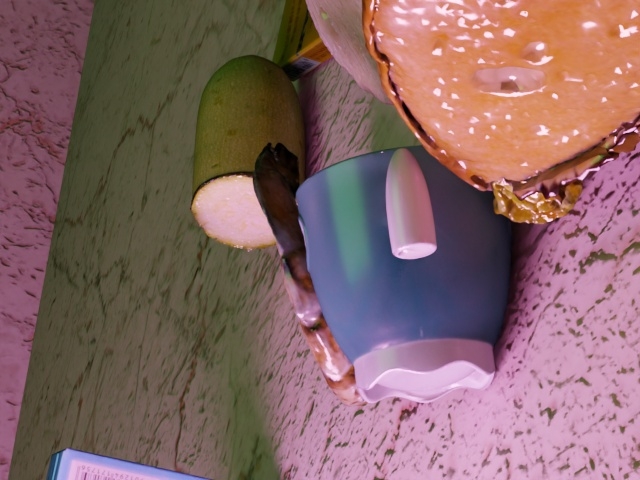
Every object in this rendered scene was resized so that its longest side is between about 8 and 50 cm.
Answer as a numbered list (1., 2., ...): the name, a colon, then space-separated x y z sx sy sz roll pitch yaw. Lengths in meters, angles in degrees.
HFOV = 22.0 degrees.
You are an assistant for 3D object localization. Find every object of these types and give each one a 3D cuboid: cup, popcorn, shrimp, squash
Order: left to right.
1. squash: -0.080 -0.121 1.918 0.132 0.132 0.247 124 155 -45
2. shrimp: 0.000 0.000 1.484 0.071 0.233 0.365 -22 27 12
3. cup: 0.071 0.033 1.288 0.299 0.167 0.173 77 -173 -73
4. popcorn: 0.164 -0.042 1.225 0.068 0.059 0.083 -32 -17 -53

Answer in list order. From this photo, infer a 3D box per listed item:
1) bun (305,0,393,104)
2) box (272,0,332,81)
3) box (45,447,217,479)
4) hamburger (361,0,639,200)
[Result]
1. bun: 0.067 -0.242 1.493 0.239 0.141 0.239 55 167 19
2. box: 0.014 -0.288 1.914 0.279 0.041 0.153 160 124 -68
3. box: -0.170 0.304 1.663 0.083 0.232 0.142 153 129 -68
4. hamburger: 0.156 -0.234 1.026 0.445 0.287 0.268 -30 42 53
